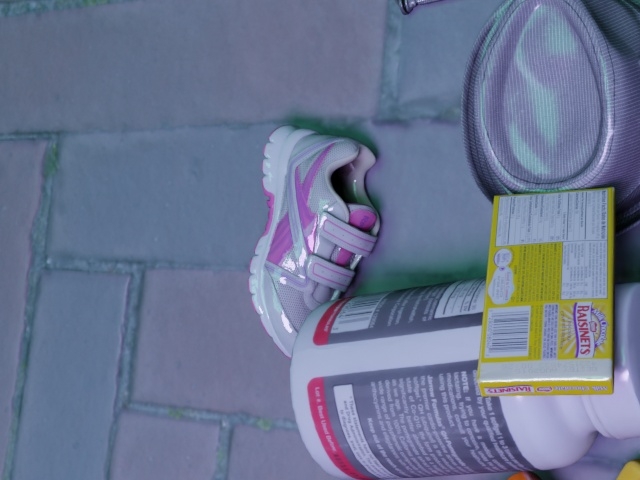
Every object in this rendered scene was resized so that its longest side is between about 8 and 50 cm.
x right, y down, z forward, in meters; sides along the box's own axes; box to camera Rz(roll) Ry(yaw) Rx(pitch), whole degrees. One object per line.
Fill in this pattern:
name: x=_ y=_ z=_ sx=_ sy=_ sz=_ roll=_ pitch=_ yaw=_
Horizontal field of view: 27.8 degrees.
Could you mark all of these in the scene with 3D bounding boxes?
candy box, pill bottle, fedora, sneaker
candy box: x=0.188 y=0.038 z=1.060 sx=0.105 sy=0.027 sz=0.205 roll=-1 pitch=47 yaw=16
pill bottle: x=0.146 y=0.121 z=1.162 sx=0.319 sy=0.176 sz=0.176 roll=-10 pitch=77 yaw=32
fedora: x=0.221 y=-0.137 z=1.177 sx=0.244 sy=0.124 sz=0.275 roll=3 pitch=86 yaw=30
sneaker: x=0.000 y=0.000 z=1.323 sx=0.111 sy=0.103 sz=0.252 roll=-3 pitch=82 yaw=35

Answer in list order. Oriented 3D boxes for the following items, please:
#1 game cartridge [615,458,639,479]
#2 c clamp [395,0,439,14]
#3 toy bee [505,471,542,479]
game cartridge: x=0.324 y=0.391 z=1.085 sx=0.324 sy=0.053 sz=0.285 roll=36 pitch=103 yaw=35
c clamp: x=0.134 y=-0.272 z=1.323 sx=0.161 sy=0.022 sz=0.137 roll=-1 pitch=83 yaw=33
toy bee: x=0.100 y=0.331 z=1.198 sx=0.298 sy=0.162 sz=0.195 roll=-17 pitch=41 yaw=21
